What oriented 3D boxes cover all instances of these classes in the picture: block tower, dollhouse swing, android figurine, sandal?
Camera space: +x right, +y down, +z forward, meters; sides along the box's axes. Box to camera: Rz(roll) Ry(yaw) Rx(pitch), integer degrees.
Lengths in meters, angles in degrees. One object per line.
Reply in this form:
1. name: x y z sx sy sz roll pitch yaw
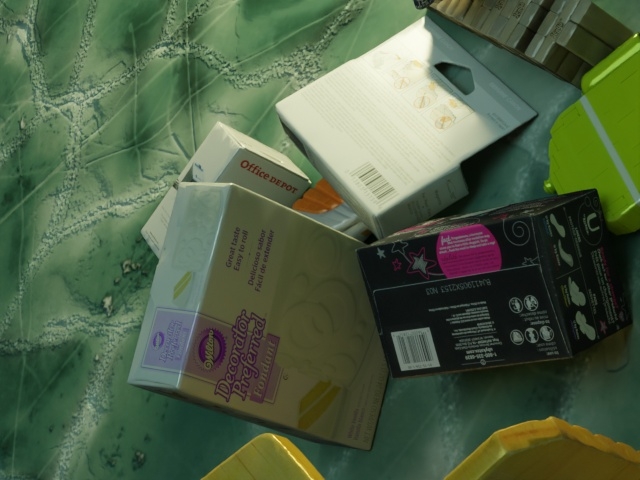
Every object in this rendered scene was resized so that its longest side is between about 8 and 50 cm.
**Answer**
1. block tower: 0.220 -0.288 1.950 0.335 0.097 0.091 37 98 48
2. dollhouse swing: 0.126 0.249 1.614 0.305 0.346 0.315 -57 43 10
3. android figurine: 0.360 -0.115 1.761 0.273 0.056 0.248 -42 48 23
4. sandal: -0.003 -0.006 2.051 0.265 0.076 0.102 -34 41 12

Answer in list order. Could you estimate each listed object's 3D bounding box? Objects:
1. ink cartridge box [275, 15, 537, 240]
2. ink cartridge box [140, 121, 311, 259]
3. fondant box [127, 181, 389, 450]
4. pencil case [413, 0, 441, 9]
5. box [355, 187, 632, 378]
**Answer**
1. ink cartridge box: 0.107 -0.145 2.007 0.239 0.060 0.275 -31 45 -9
2. ink cartridge box: -0.127 -0.044 2.146 0.191 0.139 0.082 -55 42 11
3. fondant box: -0.050 0.095 1.869 0.096 0.330 0.238 3 75 45
4. pencil case: 0.250 -0.433 1.847 0.410 0.160 0.183 -30 9 7
5. box: 0.191 0.051 1.757 0.247 0.142 0.163 -12 96 42
